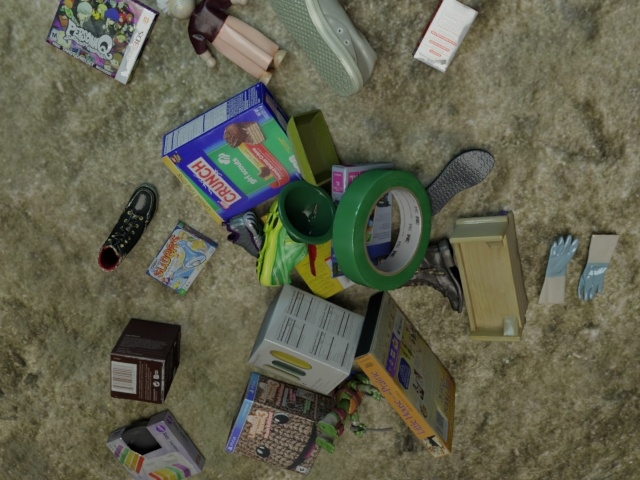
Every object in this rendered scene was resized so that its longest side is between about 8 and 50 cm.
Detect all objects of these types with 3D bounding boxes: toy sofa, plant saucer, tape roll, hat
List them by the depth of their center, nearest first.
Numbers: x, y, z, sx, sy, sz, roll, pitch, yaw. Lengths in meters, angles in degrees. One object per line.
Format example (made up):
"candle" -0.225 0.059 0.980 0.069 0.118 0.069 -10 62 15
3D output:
"plant saucer" -0.023 -0.240 1.751 0.045 0.188 0.188 -16 99 26
"hat" -0.065 -0.029 1.771 0.173 0.208 0.183 -1 158 -28
"tape roll" 0.170 -0.029 1.781 0.077 0.321 0.321 14 125 45
"toy sofa" 0.490 0.101 1.924 0.150 0.177 0.362 -4 117 27

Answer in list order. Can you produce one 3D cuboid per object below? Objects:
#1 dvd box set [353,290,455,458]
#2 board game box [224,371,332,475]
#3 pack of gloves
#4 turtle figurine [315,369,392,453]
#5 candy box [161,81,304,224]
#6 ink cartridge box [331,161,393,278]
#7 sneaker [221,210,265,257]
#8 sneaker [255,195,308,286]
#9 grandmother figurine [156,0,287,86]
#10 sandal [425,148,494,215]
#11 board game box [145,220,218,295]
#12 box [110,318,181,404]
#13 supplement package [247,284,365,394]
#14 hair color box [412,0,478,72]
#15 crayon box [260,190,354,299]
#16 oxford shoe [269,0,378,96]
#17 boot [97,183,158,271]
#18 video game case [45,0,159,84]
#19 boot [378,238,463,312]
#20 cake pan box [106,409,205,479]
"dvd box set" 0.262 0.388 1.976 0.062 0.307 0.420 -28 111 27
"board game box" -0.134 0.603 2.194 0.291 0.141 0.232 19 115 -5
"pack of gloves" 0.744 0.076 1.952 0.195 0.046 0.231 -1 119 -8
"turtle figurine" 0.125 0.543 2.061 0.274 0.266 0.198 52 141 -1
"candy box" -0.219 -0.226 1.787 0.317 0.122 0.268 -25 129 17
"ink cartridge box" 0.114 -0.054 1.822 0.186 0.065 0.310 -10 109 -39
"sneaker" -0.210 -0.004 1.914 0.098 0.083 0.223 -10 143 5
"sneaker" -0.091 -0.010 1.846 0.124 0.109 0.295 10 109 -27
"grandmother figurine" -0.253 -0.537 1.691 0.343 0.104 0.207 30 105 -13
"sandal" 0.367 -0.170 1.852 0.254 0.054 0.097 -38 100 29
"board game box" -0.419 0.055 2.014 0.136 0.035 0.201 32 113 -11
"box" -0.542 0.373 2.079 0.167 0.203 0.168 8 116 0
"supplement package" -0.042 0.294 1.974 0.263 0.198 0.199 24 145 -7
"hair color box" 0.312 -0.521 1.683 0.093 0.053 0.167 25 113 -9
"crayon box" 0.000 0.000 1.934 0.202 0.081 0.318 -28 111 15
"oxford shoe" -0.008 -0.569 1.650 0.130 0.169 0.449 -40 102 -24
"boot" -0.546 -0.033 1.901 0.085 0.178 0.236 28 115 -9
"video game case" -0.566 -0.553 1.734 0.232 0.041 0.210 28 112 -9
"boot" 0.294 0.115 1.976 0.229 0.091 0.262 -14 110 16
"cake pan box" -0.574 0.733 2.328 0.246 0.070 0.266 -24 111 12
